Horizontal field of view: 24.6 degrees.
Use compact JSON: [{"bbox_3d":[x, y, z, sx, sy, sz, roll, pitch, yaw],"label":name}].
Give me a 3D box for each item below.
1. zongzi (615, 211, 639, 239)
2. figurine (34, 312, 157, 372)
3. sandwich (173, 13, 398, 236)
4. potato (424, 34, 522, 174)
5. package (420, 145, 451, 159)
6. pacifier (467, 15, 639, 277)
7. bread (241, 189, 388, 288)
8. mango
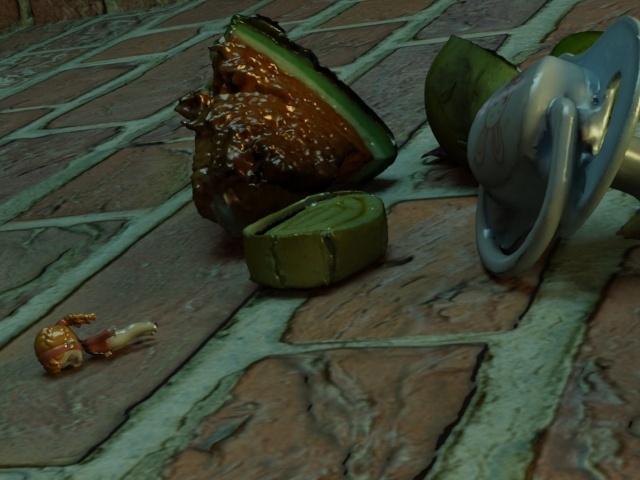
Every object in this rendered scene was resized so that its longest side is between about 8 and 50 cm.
[{"bbox_3d":[0.444,-0.072,1.242,0.317,0.154,0.289,-10,6,37],"label":"zongzi"},{"bbox_3d":[-0.200,0.086,1.304,0.109,0.047,0.064,-11,-14,-22],"label":"figurine"},{"bbox_3d":[-0.064,-0.090,1.621,0.162,0.250,0.301,-52,4,33],"label":"sandwich"},{"bbox_3d":[0.185,-0.128,1.604,0.111,0.160,0.272,-49,29,3],"label":"potato"},{"bbox_3d":[0.164,-0.109,1.723,0.083,0.029,0.059,1,27,45],"label":"package"},{"bbox_3d":[0.254,-0.063,1.309,0.225,0.238,0.287,17,-16,-10],"label":"pacifier"},{"bbox_3d":[0.000,0.000,1.412,0.156,0.064,0.117,-24,25,-39],"label":"bread"},{"bbox_3d":[0.337,-0.200,1.796,0.119,0.100,0.178,24,-5,-22],"label":"mango"}]
